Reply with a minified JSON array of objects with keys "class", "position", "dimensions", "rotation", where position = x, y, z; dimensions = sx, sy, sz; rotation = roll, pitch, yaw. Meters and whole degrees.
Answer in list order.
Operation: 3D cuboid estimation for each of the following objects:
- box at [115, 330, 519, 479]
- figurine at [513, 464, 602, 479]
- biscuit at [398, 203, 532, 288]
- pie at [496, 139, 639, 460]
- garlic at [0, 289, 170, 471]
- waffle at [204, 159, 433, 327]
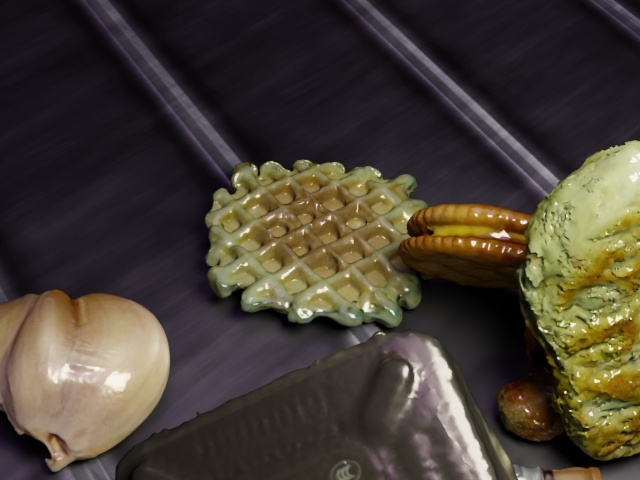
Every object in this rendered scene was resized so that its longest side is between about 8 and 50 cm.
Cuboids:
[{"class":"box","position":[0.012,0.285,0.972],"dimensions":[0.359,0.091,0.350],"rotation":[-26,68,8]},{"class":"figurine","position":[0.086,0.285,1.121],"dimensions":[0.382,0.186,0.261],"rotation":[3,23,4]},{"class":"biscuit","position":[0.204,0.015,1.331],"dimensions":[0.220,0.220,0.066],"rotation":[10,77,5]},{"class":"pie","position":[0.386,0.043,1.209],"dimensions":[0.395,0.418,0.180],"rotation":[-18,46,-22]},{"class":"garlic","position":[-0.281,0.140,1.277],"dimensions":[0.217,0.110,0.228],"rotation":[-6,48,-15]},{"class":"waffle","position":[0.000,0.000,1.459],"dimensions":[0.309,0.056,0.292],"rotation":[6,47,-3]}]
